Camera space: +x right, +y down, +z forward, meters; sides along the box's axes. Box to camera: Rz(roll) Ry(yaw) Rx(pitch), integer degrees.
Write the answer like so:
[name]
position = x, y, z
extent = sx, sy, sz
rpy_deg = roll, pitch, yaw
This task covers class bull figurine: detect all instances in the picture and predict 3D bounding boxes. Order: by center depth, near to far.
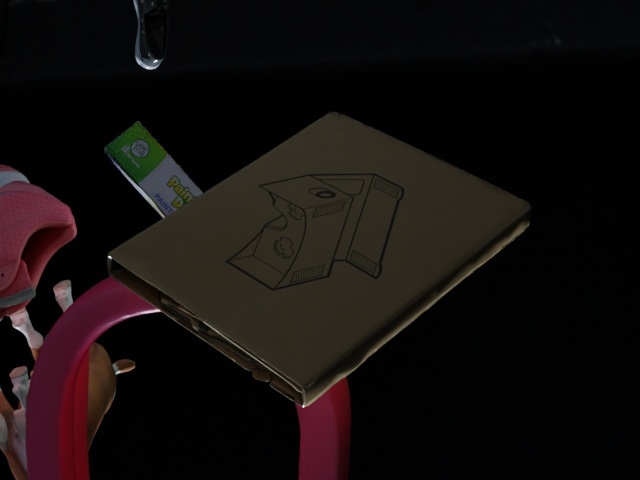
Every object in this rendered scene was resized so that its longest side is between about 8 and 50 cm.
[bull figurine]
position = -0.313, 0.171, 1.548
extent = 0.101, 0.188, 0.310
rpy_deg = -18, -153, 11

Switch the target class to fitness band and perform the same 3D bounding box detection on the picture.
[fitness band]
position = -0.086, 0.146, 0.838
extent = 0.209, 0.054, 0.290
rpy_deg = 8, -65, 11

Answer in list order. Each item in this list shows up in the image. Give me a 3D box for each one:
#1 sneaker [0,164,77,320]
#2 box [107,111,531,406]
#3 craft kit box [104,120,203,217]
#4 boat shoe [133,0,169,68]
[sneaker]
position = -0.383, 0.047, 1.384
extent = 0.136, 0.116, 0.314
rpy_deg = 23, -122, 19
[box]
position = 0.000, 0.000, 0.768
extent = 0.164, 0.021, 0.201
rpy_deg = 30, -130, 32
[craft kit box]
position = -0.146, -0.022, 1.506
extent = 0.061, 0.250, 0.246
rpy_deg = -39, -85, -5
[boat shoe]
position = -0.216, -0.295, 1.684
extent = 0.040, 0.049, 0.142
rpy_deg = -11, -102, 57
